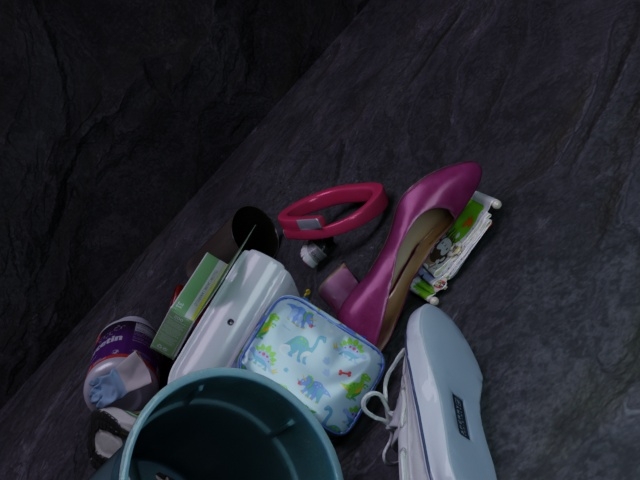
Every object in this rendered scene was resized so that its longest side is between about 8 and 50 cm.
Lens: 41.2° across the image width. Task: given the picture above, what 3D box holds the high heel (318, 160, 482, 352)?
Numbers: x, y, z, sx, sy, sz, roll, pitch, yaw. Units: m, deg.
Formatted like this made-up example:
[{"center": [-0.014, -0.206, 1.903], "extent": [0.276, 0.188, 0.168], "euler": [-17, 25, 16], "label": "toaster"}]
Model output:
[{"center": [0.175, 0.033, 1.480], "extent": [0.377, 0.127, 0.181], "euler": [-46, 48, 7], "label": "high heel"}]

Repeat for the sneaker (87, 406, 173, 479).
[{"center": [-0.276, 0.392, 1.648], "extent": [0.410, 0.182, 0.158], "euler": [7, 98, 42], "label": "sneaker"}]

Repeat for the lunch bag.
[{"center": [-0.016, 0.203, 1.370], "extent": [0.176, 0.219, 0.090], "euler": [-58, 2, -25], "label": "lunch bag"}]

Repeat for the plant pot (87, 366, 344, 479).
[{"center": [-0.196, 0.399, 1.241], "extent": [0.334, 0.341, 0.341], "euler": [-37, 20, 46], "label": "plant pot"}]

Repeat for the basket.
[{"center": [-0.243, 0.040, 2.280], "extent": [0.227, 0.154, 0.204], "euler": [-38, 20, 33], "label": "basket"}]

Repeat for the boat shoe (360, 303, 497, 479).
[{"center": [0.134, 0.247, 1.142], "extent": [0.156, 0.136, 0.367], "euler": [-40, 30, 26], "label": "boat shoe"}]

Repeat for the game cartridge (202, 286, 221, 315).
[{"center": [-0.155, 0.168, 1.731], "extent": [0.196, 0.060, 0.294], "euler": [-60, -19, -26], "label": "game cartridge"}]

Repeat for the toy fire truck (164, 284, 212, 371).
[{"center": [-0.295, 0.267, 1.961], "extent": [0.302, 0.169, 0.254], "euler": [-97, 27, -64], "label": "toy fire truck"}]

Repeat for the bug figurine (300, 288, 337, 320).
[{"center": [-0.039, 0.204, 1.641], "extent": [0.216, 0.072, 0.279], "euler": [-56, 25, -8], "label": "bug figurine"}]

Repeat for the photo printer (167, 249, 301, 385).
[{"center": [-0.153, 0.193, 1.509], "extent": [0.307, 0.107, 0.256], "euler": [-60, -14, -14], "label": "photo printer"}]

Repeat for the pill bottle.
[{"center": [-0.500, 0.320, 2.197], "extent": [0.181, 0.181, 0.323], "euler": [-43, 20, 9], "label": "pill bottle"}]

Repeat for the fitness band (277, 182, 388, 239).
[{"center": [0.028, -0.069, 1.964], "extent": [0.209, 0.054, 0.291], "euler": [-31, 19, -32], "label": "fitness band"}]

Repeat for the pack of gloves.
[{"center": [-0.453, 0.385, 1.953], "extent": [0.232, 0.195, 0.046], "euler": [-33, -4, 35], "label": "pack of gloves"}]

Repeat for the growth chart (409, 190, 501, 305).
[{"center": [0.232, 0.006, 1.523], "extent": [0.237, 0.021, 0.172], "euler": [-55, 19, -6], "label": "growth chart"}]

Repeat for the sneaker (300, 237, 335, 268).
[{"center": [0.000, 0.000, 1.985], "extent": [0.075, 0.063, 0.170], "euler": [-32, 21, 18], "label": "sneaker"}]

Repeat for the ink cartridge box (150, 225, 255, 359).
[{"center": [-0.210, 0.081, 1.508], "extent": [0.235, 0.056, 0.171], "euler": [-57, 5, 38], "label": "ink cartridge box"}]

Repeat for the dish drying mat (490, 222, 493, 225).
[{"center": [0.271, -0.005, 1.512], "extent": [0.083, 0.008, 0.032], "euler": [-45, 19, 1], "label": "dish drying mat"}]
